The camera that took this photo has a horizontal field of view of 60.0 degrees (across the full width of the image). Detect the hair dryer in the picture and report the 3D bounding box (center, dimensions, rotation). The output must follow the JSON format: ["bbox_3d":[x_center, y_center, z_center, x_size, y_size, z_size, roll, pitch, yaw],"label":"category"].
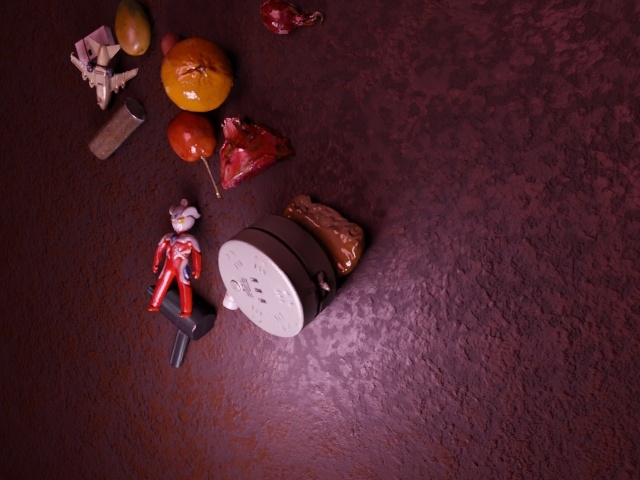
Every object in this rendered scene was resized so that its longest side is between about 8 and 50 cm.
[{"bbox_3d":[-0.518,0.307,1.955,0.244,0.116,0.303,34,119,22],"label":"hair dryer"}]

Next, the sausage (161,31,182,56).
[{"bbox_3d":[-0.461,-0.580,1.797,0.077,0.077,0.194,-24,86,28],"label":"sausage"}]

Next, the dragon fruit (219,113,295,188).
[{"bbox_3d":[-0.244,-0.285,1.695,0.262,0.134,0.212,-28,81,28],"label":"dragon fruit"}]

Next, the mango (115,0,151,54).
[{"bbox_3d":[-0.631,-0.721,1.860,0.130,0.091,0.195,-24,77,30],"label":"mango"}]

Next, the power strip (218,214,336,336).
[{"bbox_3d":[-0.122,0.106,1.596,0.357,0.161,0.358,27,137,29],"label":"power strip"}]

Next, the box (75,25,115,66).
[{"bbox_3d":[-0.802,-0.692,1.976,0.154,0.040,0.084,-17,92,27],"label":"box"}]

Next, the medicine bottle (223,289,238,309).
[{"bbox_3d":[-0.284,0.176,1.828,0.057,0.057,0.089,28,110,21],"label":"medicine bottle"}]

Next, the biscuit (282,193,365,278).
[{"bbox_3d":[0.001,0.000,1.629,0.274,0.091,0.213,35,124,18],"label":"biscuit"}]

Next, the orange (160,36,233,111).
[{"bbox_3d":[-0.372,-0.501,1.683,0.219,0.193,0.220,-6,121,-11],"label":"orange"}]

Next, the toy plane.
[{"bbox_3d":[-0.756,-0.571,1.930,0.228,0.092,0.245,12,116,-3],"label":"toy plane"}]

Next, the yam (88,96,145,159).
[{"bbox_3d":[-0.721,-0.388,1.952,0.259,0.093,0.093,-34,82,28],"label":"yam"}]

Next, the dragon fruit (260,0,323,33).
[{"bbox_3d":[-0.087,-0.636,1.587,0.190,0.094,0.094,15,105,13],"label":"dragon fruit"}]

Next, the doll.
[{"bbox_3d":[-0.471,0.053,1.835,0.188,0.099,0.385,5,84,19],"label":"doll"}]

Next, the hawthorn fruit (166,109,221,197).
[{"bbox_3d":[-0.379,-0.272,1.745,0.165,0.165,0.286,-30,76,28],"label":"hawthorn fruit"}]
